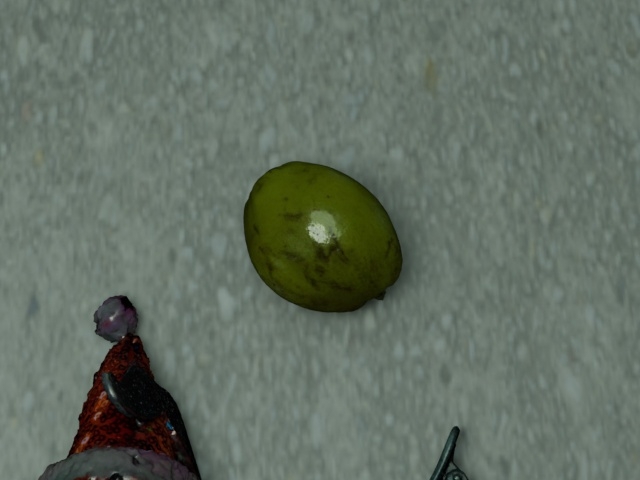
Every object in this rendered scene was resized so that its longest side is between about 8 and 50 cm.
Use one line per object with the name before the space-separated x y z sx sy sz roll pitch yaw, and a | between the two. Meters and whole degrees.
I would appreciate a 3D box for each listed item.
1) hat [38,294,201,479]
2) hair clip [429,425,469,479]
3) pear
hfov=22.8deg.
hat | -0.140 0.140 1.166 0.140 0.129 0.227 28 43 -33
hair clip | 0.029 0.228 1.157 0.229 0.039 0.070 -34 74 -12
pear | 0.000 0.000 1.210 0.107 0.107 0.131 -42 87 -16
